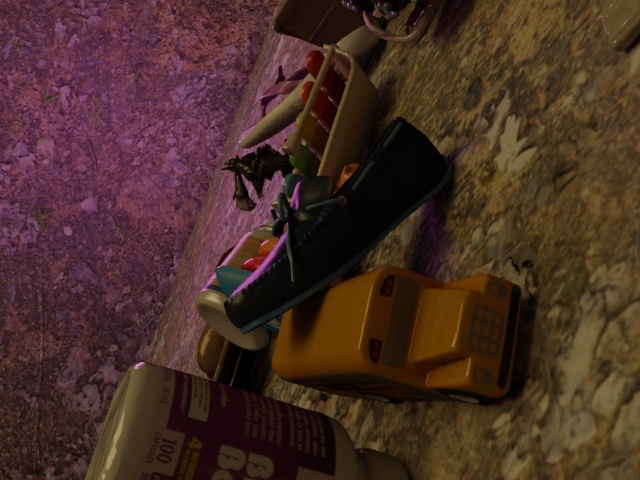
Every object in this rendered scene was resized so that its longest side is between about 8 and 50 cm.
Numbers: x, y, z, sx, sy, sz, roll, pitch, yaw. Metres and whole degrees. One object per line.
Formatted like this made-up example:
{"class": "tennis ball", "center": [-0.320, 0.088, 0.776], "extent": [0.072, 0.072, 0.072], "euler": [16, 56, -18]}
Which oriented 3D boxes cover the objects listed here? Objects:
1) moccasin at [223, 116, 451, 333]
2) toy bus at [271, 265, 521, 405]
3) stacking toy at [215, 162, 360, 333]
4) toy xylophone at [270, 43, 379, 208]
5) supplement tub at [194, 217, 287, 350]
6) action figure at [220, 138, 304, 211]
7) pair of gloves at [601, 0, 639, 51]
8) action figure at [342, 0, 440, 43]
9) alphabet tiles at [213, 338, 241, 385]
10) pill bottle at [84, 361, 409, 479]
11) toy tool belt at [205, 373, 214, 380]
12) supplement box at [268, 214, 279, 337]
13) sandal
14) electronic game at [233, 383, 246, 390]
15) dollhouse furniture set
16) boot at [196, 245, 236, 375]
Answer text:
{"class": "moccasin", "center": [0.006, -0.026, 0.840], "extent": [0.342, 0.117, 0.138], "euler": [-40, 6, -29]}
{"class": "toy bus", "center": [0.065, 0.103, 0.741], "extent": [0.332, 0.130, 0.108], "euler": [-29, 43, 65]}
{"class": "stacking toy", "center": [0.000, 0.000, 1.085], "extent": [0.165, 0.175, 0.302], "euler": [9, 58, 44]}
{"class": "toy xylophone", "center": [0.006, -0.187, 1.177], "extent": [0.081, 0.236, 0.323], "euler": [11, 69, 29]}
{"class": "supplement tub", "center": [-0.105, 0.073, 1.215], "extent": [0.200, 0.144, 0.144], "euler": [-54, 9, -26]}
{"class": "action figure", "center": [-0.112, -0.141, 1.522], "extent": [0.276, 0.164, 0.141], "euler": [-59, -39, -71]}
{"class": "pair of gloves", "center": [0.311, -0.309, 0.608], "extent": [0.204, 0.042, 0.240], "euler": [-44, 29, 56]}
{"class": "action figure", "center": [0.196, -0.484, 1.047], "extent": [0.370, 0.248, 0.276], "euler": [-55, -25, 5]}
{"class": "alphabet tiles", "center": [-0.200, 0.299, 1.390], "extent": [0.285, 0.011, 0.342], "euler": [97, -170, -81]}
{"class": "pill bottle", "center": [-0.069, 0.241, 0.700], "extent": [0.169, 0.301, 0.169], "euler": [-160, 90, -74]}
{"class": "toy tool belt", "center": [-0.237, 0.292, 1.603], "extent": [0.052, 0.051, 0.083], "euler": [-62, 18, 23]}
{"class": "supplement box", "center": [-0.092, 0.067, 1.370], "extent": [0.080, 0.078, 0.233], "euler": [-51, 24, 47]}
{"class": "sandal", "center": [-0.039, -0.333, 1.475], "extent": [0.416, 0.102, 0.169], "euler": [-33, 0, 39]}
{"class": "electronic game", "center": [-0.172, 0.382, 1.301], "extent": [0.229, 0.048, 0.229], "euler": [-167, 90, -77]}
{"class": "dollhouse furniture set", "center": [0.055, -0.511, 1.374], "extent": [0.301, 0.197, 0.151], "euler": [-35, 39, 61]}
{"class": "boot", "center": [-0.207, 0.153, 1.475], "extent": [0.269, 0.089, 0.236], "euler": [106, 180, -72]}
